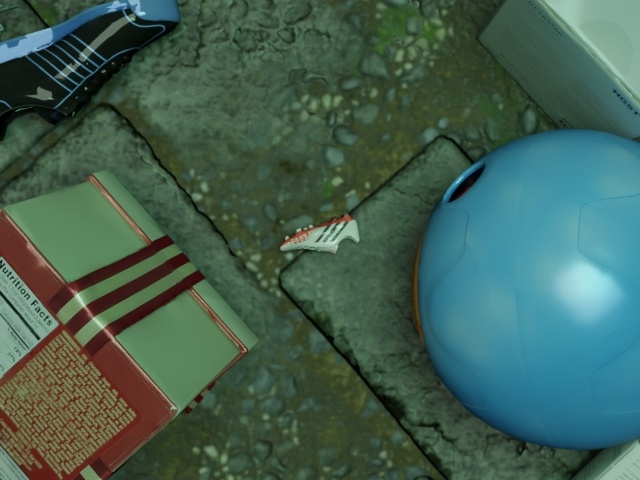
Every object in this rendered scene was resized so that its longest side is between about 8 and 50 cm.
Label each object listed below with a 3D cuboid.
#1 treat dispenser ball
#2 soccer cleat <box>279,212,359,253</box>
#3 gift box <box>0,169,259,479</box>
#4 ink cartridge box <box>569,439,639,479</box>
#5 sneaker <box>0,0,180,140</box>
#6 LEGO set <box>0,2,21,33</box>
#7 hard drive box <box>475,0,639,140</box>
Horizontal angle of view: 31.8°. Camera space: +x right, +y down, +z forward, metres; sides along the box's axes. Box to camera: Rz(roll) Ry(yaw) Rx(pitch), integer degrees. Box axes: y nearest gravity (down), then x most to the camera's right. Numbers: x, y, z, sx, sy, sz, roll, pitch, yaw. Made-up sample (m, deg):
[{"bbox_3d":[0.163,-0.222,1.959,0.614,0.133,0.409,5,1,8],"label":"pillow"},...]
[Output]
[{"bbox_3d":[0.226,0.044,1.017,0.288,0.288,0.288,0,87,-1],"label":"treat dispenser ball"},{"bbox_3d":[0.000,0.000,1.144,0.083,0.029,0.036,-20,84,-7],"label":"soccer cleat"},{"bbox_3d":[-0.248,0.103,1.028,0.276,0.258,0.255,-36,91,17],"label":"gift box"},{"bbox_3d":[0.411,0.278,1.066,0.296,0.066,0.261,40,116,0],"label":"ink cartridge box"},{"bbox_3d":[-0.241,-0.173,1.125,0.232,0.081,0.091,-19,91,5],"label":"sneaker"},{"bbox_3d":[-0.461,-0.239,1.030,0.331,0.255,0.192,-22,61,-13],"label":"LEGO set"},{"bbox_3d":[0.254,-0.181,1.056,0.089,0.232,0.181,-44,90,-2],"label":"hard drive box"}]
